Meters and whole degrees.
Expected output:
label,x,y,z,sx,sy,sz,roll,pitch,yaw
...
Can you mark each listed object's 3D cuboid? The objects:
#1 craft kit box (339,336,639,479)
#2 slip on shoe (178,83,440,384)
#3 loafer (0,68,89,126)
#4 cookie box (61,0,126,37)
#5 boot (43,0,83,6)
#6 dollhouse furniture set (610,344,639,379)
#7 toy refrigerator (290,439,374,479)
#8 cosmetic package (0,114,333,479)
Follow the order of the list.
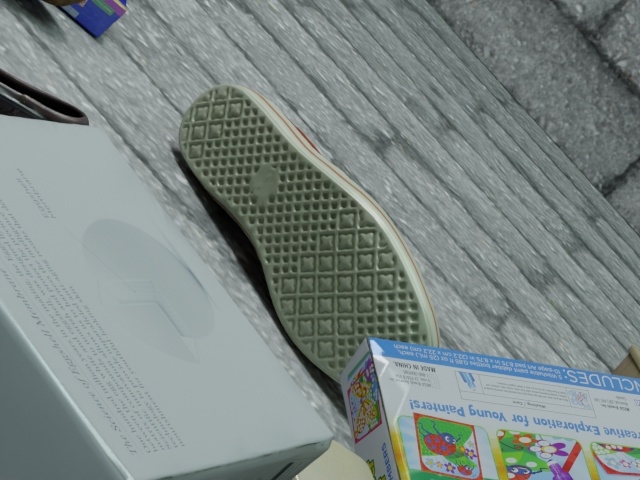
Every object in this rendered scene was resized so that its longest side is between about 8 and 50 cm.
label,x,y,z,sx,sy,sz,roll,pitch,yaw
craft kit box,0.152,0.193,1.167,0.249,0.061,0.247,10,43,-24
slip on shoe,0.000,0.000,1.391,0.331,0.123,0.101,52,12,33
loafer,-0.273,-0.136,1.038,0.302,0.095,0.109,43,16,-14
cookie box,-0.220,-0.241,1.522,0.092,0.040,0.107,40,18,-24
boot,-0.307,-0.284,1.360,0.305,0.112,0.115,45,46,-24
dollhouse furniture set,0.170,0.124,1.386,0.101,0.182,0.161,31,17,-21
toy refrigerator,0.000,0.221,0.879,0.094,0.102,0.269,36,19,-35
cosmetic package,-0.145,0.061,0.823,0.224,0.138,0.224,52,15,16
